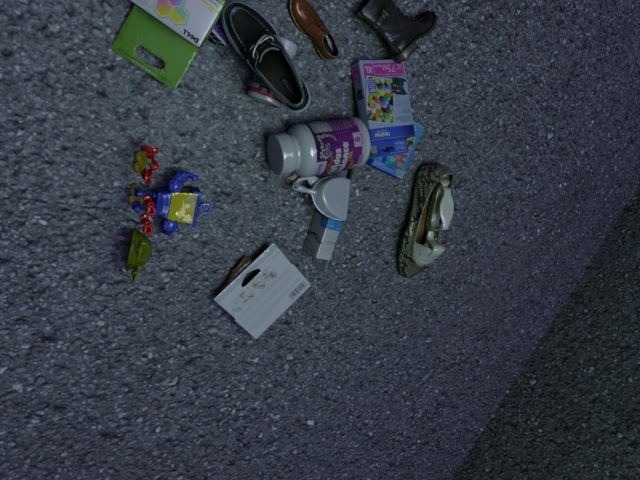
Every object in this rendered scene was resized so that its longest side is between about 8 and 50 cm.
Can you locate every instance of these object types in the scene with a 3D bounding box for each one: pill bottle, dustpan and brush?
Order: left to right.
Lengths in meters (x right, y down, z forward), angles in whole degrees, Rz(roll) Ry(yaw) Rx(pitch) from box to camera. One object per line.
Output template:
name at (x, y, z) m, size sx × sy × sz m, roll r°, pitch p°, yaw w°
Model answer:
pill bottle at (-0.134, -0.487, 1.323) m, size 0.107 × 0.108 × 0.180 m, roll 14°, pitch 100°, yaw -34°
pill bottle at (-0.007, -0.289, 1.436) m, size 0.301 × 0.169 × 0.170 m, roll -15°, pitch 115°, yaw -26°
dustpan and brush at (0.002, -0.154, 1.495) m, size 0.211 × 0.060 × 0.148 m, roll 13°, pitch 81°, yaw -43°

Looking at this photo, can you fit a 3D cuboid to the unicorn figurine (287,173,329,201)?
unicorn figurine at (-0.023, -0.189, 1.531) m, size 0.162 × 0.060 × 0.111 m, roll 39°, pitch 86°, yaw -35°

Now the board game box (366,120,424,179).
board game box at (0.270, -0.345, 1.654) m, size 0.160 × 0.047 × 0.210 m, roll 19°, pitch 98°, yaw -34°

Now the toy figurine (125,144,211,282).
toy figurine at (-0.407, -0.065, 1.279) m, size 0.217 × 0.191 × 0.363 m, roll 3°, pitch 107°, yaw -37°

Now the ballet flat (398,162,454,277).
ballet flat at (0.420, -0.054, 1.774) m, size 0.163 × 0.182 × 0.483 m, roll -1°, pitch 109°, yaw -32°

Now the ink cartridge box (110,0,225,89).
ink cartridge box at (-0.377, -0.529, 1.123) m, size 0.188 × 0.097 × 0.255 m, roll 30°, pitch 101°, yaw -22°

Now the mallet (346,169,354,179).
mallet at (0.119, -0.288, 1.599) m, size 0.039 × 0.062 × 0.190 m, roll 7°, pitch 119°, yaw -31°

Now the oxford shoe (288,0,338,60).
oxford shoe at (-0.011, -0.634, 1.361) m, size 0.076 × 0.076 × 0.212 m, roll -49°, pitch 123°, yaw -4°

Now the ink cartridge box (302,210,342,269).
ink cartridge box at (0.000, 0.000, 1.589) m, size 0.060 × 0.104 × 0.180 m, roll 12°, pitch 101°, yaw -34°

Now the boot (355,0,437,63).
boot at (0.248, -0.729, 1.470) m, size 0.229 × 0.091 × 0.263 m, roll 45°, pitch 66°, yaw -22°

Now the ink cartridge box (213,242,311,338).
ink cartridge box at (-0.200, 0.168, 1.562) m, size 0.275 × 0.060 × 0.239 m, roll -44°, pitch 123°, yaw -9°

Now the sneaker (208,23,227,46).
sneaker at (-0.297, -0.597, 1.210) m, size 0.071 × 0.068 × 0.170 m, roll -45°, pitch 124°, yaw -15°

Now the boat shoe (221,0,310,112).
boat shoe at (-0.136, -0.493, 1.205) m, size 0.121 × 0.119 × 0.335 m, roll -40°, pitch 100°, yaw 4°

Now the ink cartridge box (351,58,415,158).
ink cartridge box at (0.215, -0.440, 1.527) m, size 0.185 × 0.065 × 0.312 m, roll -12°, pitch 98°, yaw -26°

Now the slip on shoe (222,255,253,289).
slip on shoe at (-0.277, 0.107, 1.506) m, size 0.041 × 0.051 × 0.135 m, roll 45°, pitch 91°, yaw 5°
